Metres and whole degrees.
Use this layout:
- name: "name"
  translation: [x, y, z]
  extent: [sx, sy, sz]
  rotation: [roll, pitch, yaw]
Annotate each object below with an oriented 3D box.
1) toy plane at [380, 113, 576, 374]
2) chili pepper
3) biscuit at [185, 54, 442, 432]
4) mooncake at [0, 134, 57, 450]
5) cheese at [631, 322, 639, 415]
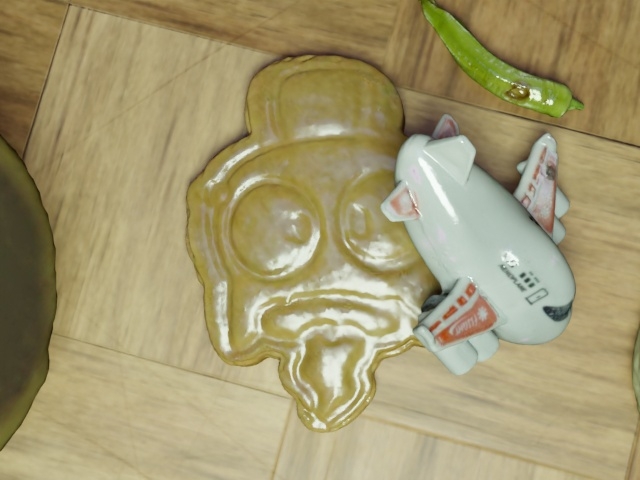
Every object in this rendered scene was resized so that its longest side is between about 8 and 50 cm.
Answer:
- name: "toy plane"
  translation: [0.152, 0.000, 0.913]
  extent: [0.252, 0.118, 0.252]
  rotation: [3, 85, -38]
- name: "chili pepper"
  translation: [0.168, -0.179, 1.002]
  extent: [0.208, 0.043, 0.049]
  rotation: [37, 99, 6]
- name: "biscuit"
  translation: [0.000, -0.001, 0.985]
  extent: [0.269, 0.051, 0.375]
  rotation: [-4, 84, 3]
- name: "mooncake"
  translation: [-0.440, 0.051, 0.842]
  extent: [0.394, 0.246, 0.393]
  rotation: [-9, 103, -31]
- name: "cheese"
  translation: [0.456, 0.120, 0.921]
  extent: [0.326, 0.115, 0.318]
  rotation: [-20, 83, -2]
